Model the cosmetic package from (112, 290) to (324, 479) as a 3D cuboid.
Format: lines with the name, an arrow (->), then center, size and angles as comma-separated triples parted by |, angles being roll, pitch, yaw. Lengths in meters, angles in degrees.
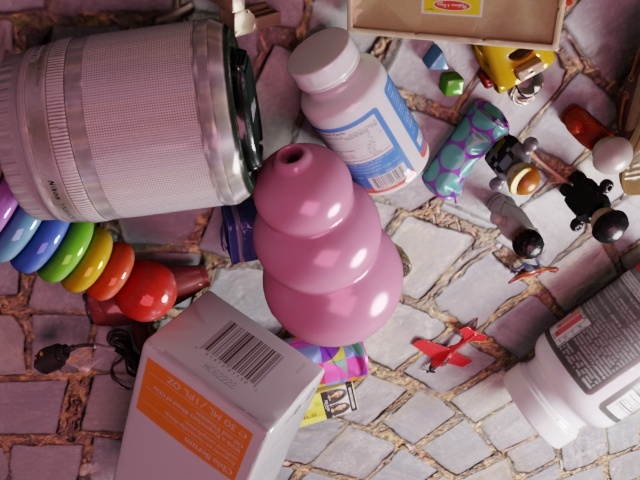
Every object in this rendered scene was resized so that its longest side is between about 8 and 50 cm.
cosmetic package -> -0.184, 0.327, 1.289 | 0.230, 0.161, 0.453 | 32, 131, 14

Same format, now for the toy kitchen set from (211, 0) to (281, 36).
toy kitchen set -> -0.098, -0.309, 0.985 | 0.075, 0.068, 0.083 | -26, 137, -33

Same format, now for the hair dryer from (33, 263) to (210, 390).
hair dryer -> -0.289, 0.124, 1.267 | 0.293, 0.080, 0.224 | -39, 146, 20

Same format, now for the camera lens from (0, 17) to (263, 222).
camera lens -> -0.213, -0.139, 0.948 | 0.275, 0.219, 0.219 | -7, 130, 2

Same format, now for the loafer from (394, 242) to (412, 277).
loafer -> 0.080, 0.013, 1.289 | 0.148, 0.050, 0.056 | 32, 117, -17

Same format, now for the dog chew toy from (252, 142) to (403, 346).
dog chew toy -> 0.000, 0.000, 1.110 | 0.207, 0.206, 0.331 | -20, 136, -1

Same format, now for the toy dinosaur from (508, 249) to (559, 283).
toy dinosaur -> 0.375, 0.057, 1.404 | 0.082, 0.090, 0.047 | 11, 147, 13

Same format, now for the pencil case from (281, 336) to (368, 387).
pencil case -> -0.036, 0.211, 1.380 | 0.237, 0.104, 0.104 | -10, 130, -11

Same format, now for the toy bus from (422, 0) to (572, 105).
toy bus -> 0.265, -0.258, 1.090 | 0.202, 0.104, 0.190 | 7, 125, -21

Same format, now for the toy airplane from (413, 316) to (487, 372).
toy airplane -> 0.252, 0.204, 1.506 | 0.151, 0.028, 0.151 | -10, 131, -11

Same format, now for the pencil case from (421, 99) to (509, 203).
pencil case -> 0.219, -0.133, 1.203 | 0.070, 0.064, 0.151 | 32, 116, -6

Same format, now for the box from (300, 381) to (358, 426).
box -> -0.053, 0.300, 1.469 | 0.232, 0.058, 0.087 | -15, 131, -5

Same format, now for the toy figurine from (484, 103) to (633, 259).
toy figurine -> 0.364, -0.081, 1.234 | 0.210, 0.148, 0.213 | -16, 131, -5

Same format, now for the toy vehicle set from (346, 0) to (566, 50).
toy vehicle set -> 0.164, -0.325, 0.966 | 0.267, 0.035, 0.165 | 9, 127, 12

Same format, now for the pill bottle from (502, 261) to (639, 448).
pill bottle -> 0.534, 0.214, 1.482 | 0.363, 0.210, 0.210 | -40, 128, 16

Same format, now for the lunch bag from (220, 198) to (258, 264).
lunch bag -> -0.118, -0.011, 1.195 | 0.065, 0.067, 0.098 | -9, 131, -10

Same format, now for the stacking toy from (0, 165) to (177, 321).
stacking toy -> -0.341, 0.014, 1.080 | 0.330, 0.141, 0.141 | 35, 111, -29

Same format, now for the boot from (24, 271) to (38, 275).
boot -> -0.394, 0.003, 1.144 | 0.087, 0.042, 0.118 | -17, 132, -11

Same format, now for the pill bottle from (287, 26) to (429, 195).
pill bottle -> 0.050, -0.174, 1.080 | 0.124, 0.124, 0.221 | -31, 130, 8

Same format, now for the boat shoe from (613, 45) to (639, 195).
boat shoe -> 0.505, -0.200, 1.200 | 0.123, 0.123, 0.342 | -11, 146, 9
